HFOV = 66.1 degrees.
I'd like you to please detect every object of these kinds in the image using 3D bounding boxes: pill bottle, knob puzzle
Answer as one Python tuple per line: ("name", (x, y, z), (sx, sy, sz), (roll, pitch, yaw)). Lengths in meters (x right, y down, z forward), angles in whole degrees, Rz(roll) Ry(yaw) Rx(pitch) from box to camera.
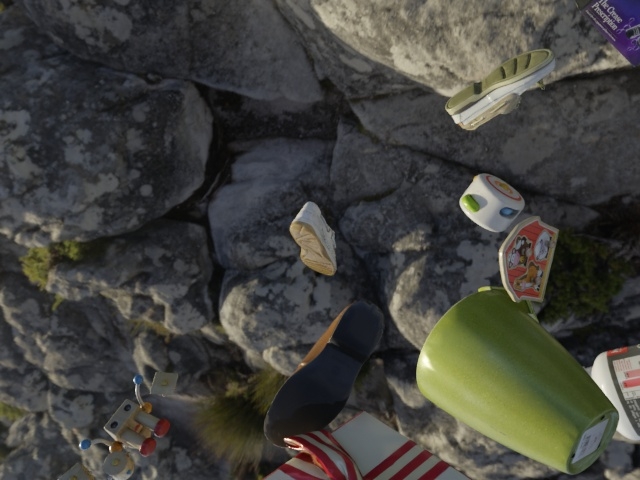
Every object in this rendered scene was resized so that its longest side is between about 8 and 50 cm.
("pill bottle", (0.771, 0.340, 1.130), (0.363, 0.210, 0.210), (-26, 119, 33))
("knob puzzle", (0.451, 0.041, 1.058), (0.030, 0.213, 0.213), (15, 145, 54))

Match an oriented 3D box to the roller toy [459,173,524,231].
("roller toy", (0.605, -0.139, 1.726), (0.191, 0.209, 0.146), (35, 120, 6))

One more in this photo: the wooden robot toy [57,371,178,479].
("wooden robot toy", (-0.232, 0.249, 0.615), (0.076, 0.173, 0.079), (24, 145, 17))

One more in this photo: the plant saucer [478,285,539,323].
("plant saucer", (0.698, 0.233, 1.816), (0.188, 0.188, 0.045), (3, 129, 1))

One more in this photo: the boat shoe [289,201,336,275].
("boat shoe", (0.000, 0.000, 1.263), (0.098, 0.096, 0.277), (14, 154, 17))

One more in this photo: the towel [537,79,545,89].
("towel", (0.677, -0.512, 1.530), (0.060, 0.083, 0.009), (24, 147, -33))

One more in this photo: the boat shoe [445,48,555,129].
("boat shoe", (0.499, -0.406, 1.344), (0.302, 0.113, 0.103), (-22, 124, 42))

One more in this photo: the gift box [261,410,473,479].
("gift box", (0.045, 0.364, 0.503), (0.255, 0.276, 0.258), (14, 115, 42))

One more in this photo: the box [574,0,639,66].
("box", (0.865, -0.638, 1.351), (0.261, 0.103, 0.184), (29, 135, -21))

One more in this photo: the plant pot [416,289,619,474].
("plant pot", (0.383, 0.284, 0.936), (0.293, 0.274, 0.275), (38, 158, 51))

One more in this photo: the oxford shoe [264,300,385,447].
("oxford shoe", (0.006, 0.171, 0.635), (0.076, 0.212, 0.076), (39, 173, -2))
